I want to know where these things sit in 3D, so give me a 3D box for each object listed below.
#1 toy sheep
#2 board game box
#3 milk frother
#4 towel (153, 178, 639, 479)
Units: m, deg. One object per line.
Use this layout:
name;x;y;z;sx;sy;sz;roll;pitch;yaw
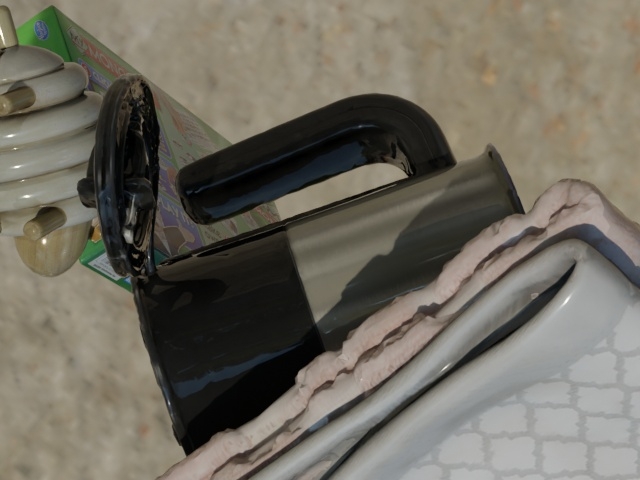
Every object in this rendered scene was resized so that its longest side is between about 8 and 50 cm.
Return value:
toy sheep;-0.139;-0.046;0.920;0.091;0.091;0.132;-19;108;-40
board game box;-0.108;-0.026;1.496;0.046;0.213;0.317;-32;147;15
milk frother;0.000;0.000;0.644;0.134;0.129;0.143;-20;165;0
towel;0.065;0.161;0.646;0.332;0.053;0.317;-39;123;25
